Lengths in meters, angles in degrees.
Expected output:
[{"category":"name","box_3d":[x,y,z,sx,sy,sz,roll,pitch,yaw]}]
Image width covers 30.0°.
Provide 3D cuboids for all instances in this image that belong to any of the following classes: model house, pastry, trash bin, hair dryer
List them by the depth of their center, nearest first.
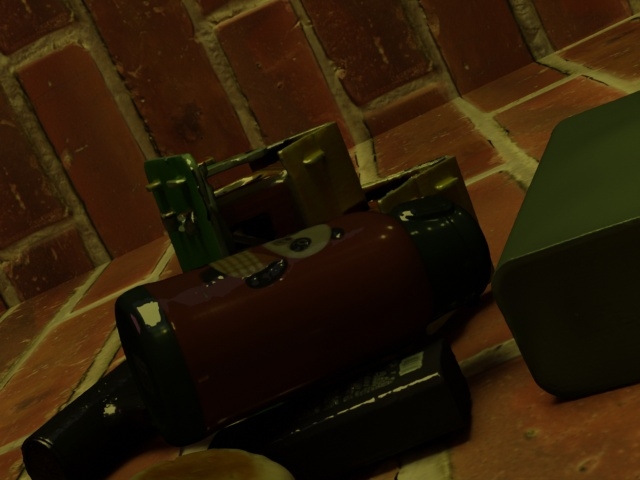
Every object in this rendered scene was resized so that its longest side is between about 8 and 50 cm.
[{"category":"pastry","box_3d":[-0.088,0.219,0.922,0.156,0.092,0.156,-12,8,2]},{"category":"trash bin","box_3d":[0.292,-0.021,1.054,0.223,0.158,0.343,-20,13,30]},{"category":"model house","box_3d":[0.000,0.000,1.320,0.323,0.300,0.340,-23,9,-18]},{"category":"hair dryer","box_3d":[-0.199,0.191,1.336,0.251,0.089,0.197,-20,11,44]}]

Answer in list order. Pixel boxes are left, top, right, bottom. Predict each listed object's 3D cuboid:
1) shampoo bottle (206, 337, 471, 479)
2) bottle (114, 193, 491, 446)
[{"category":"shampoo bottle","box_3d":[-0.021,0.179,1.051,0.309,0.071,0.098,-23,11,14]},{"category":"bottle","box_3d":[-0.005,0.059,1.073,0.336,0.144,0.144,-20,8,-20]}]
